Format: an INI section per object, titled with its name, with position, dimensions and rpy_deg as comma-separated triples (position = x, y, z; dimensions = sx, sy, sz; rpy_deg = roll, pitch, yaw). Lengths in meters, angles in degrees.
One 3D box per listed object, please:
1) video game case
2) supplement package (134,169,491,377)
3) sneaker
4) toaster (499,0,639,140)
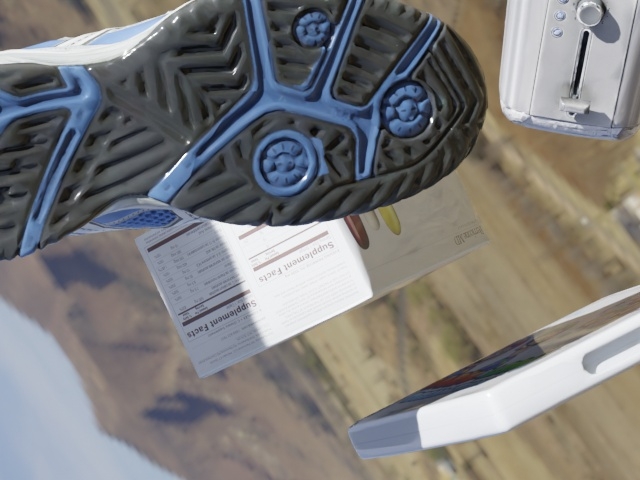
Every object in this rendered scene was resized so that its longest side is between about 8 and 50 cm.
[video game case]
position = 0.096, 0.044, 0.615
dimensions = 0.019, 0.143, 0.157
rpy_deg = 64, 160, 3
[supplement package]
position = 0.000, 0.000, 1.473
dimensions = 0.262, 0.204, 0.145
rpy_deg = -22, -95, -59
[sneaker]
position = -0.051, -0.043, 0.519
dimensions = 0.081, 0.211, 0.080
rpy_deg = -123, 28, -76
[toaster]
position = 0.207, -0.176, 1.230
dimensions = 0.227, 0.129, 0.146
rpy_deg = -71, -11, -61
